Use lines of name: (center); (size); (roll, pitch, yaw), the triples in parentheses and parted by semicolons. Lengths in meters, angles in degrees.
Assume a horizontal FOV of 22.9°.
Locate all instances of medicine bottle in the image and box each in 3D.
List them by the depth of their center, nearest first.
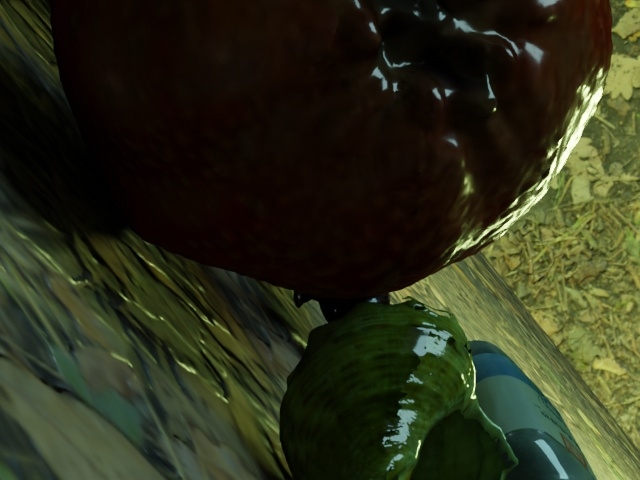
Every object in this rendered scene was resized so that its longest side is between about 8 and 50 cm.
medicine bottle: (0.124, 0.131, 0.912); (0.090, 0.054, 0.208); (47, 8, -22)

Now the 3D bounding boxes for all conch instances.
conch: (0.029, 0.072, 0.532); (0.089, 0.074, 0.121); (25, 39, -18)

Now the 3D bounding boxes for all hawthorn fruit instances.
hawthorn fruit: (-0.010, -0.078, 0.602); (0.205, 0.205, 0.253); (48, -15, -19)

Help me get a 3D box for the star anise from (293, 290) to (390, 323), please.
star anise: (0.004, -0.002, 0.752); (0.212, 0.054, 0.157); (-108, -177, -49)
